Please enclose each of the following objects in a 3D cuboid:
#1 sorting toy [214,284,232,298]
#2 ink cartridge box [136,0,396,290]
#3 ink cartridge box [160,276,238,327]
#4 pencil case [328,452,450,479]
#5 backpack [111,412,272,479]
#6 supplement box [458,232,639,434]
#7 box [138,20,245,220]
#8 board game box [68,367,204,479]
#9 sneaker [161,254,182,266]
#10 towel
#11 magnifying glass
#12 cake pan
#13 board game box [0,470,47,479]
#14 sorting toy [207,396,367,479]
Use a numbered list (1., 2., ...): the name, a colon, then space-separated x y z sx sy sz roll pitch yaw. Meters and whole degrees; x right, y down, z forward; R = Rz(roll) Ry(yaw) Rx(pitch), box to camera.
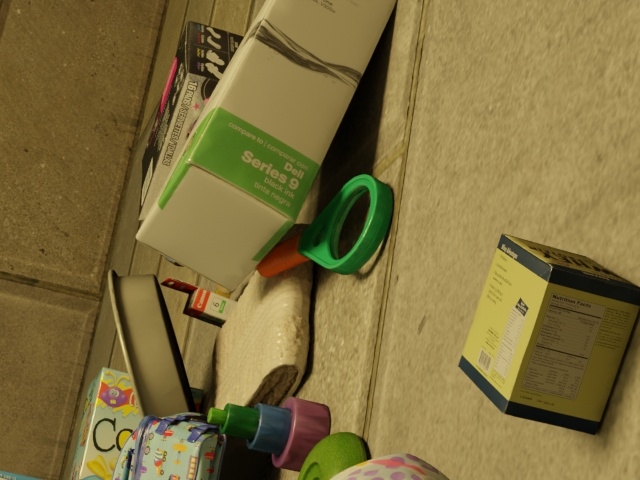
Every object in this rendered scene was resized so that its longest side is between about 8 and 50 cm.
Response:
1. sorting toy: -0.095 -0.038 1.572 0.229 0.041 0.307 -79 10 -58
2. ink cartridge box: -0.054 -0.123 1.290 0.289 0.122 0.211 -66 10 -27
3. ink cartridge box: -0.139 0.080 1.535 0.063 0.115 0.029 150 140 -70
4. pencil case: 0.059 0.225 0.666 0.273 0.114 0.124 -115 28 -68
5. backpack: -0.148 0.246 1.287 0.173 0.117 0.158 9 84 42
6. supplement box: 0.125 0.050 0.700 0.083 0.056 0.083 -132 58 -73
7. box: -0.153 -0.149 1.766 0.163 0.142 0.247 -98 26 -53
8. board game box: -0.261 0.329 1.695 0.144 0.142 0.275 137 145 -66
9. sneaker: -0.211 -0.065 2.029 0.087 0.083 0.221 -30 50 59
10. towel: -0.073 0.124 1.382 0.282 0.049 0.187 123 157 -49
11. magnifying glass: 0.000 0.000 1.207 0.231 0.026 0.092 -22 50 57
12. cake pan: -0.191 0.169 1.528 0.293 0.054 0.293 165 90 -85
13. board game box: -0.320 0.392 1.507 0.064 0.317 0.242 -95 25 -53
14. sorting toy: -0.035 0.215 1.001 0.365 0.126 0.127 -118 45 -68
